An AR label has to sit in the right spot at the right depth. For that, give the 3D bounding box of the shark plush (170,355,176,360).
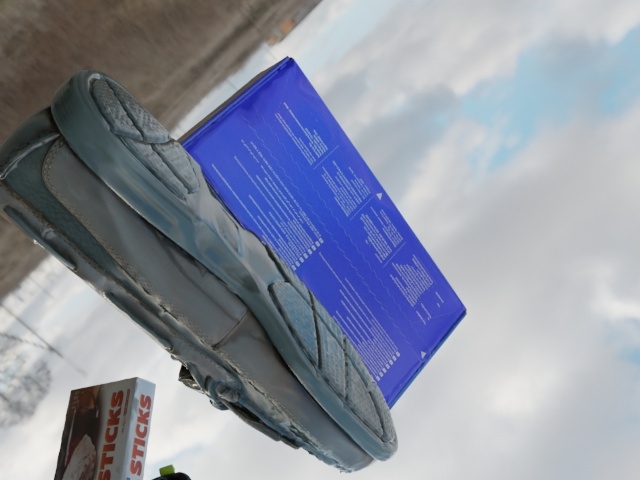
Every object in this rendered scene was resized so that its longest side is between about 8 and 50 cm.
[{"bbox_3d":[-0.090,0.053,0.658,0.067,0.073,0.161,-48,-153,19],"label":"shark plush"}]

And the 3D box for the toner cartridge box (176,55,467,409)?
[{"bbox_3d":[0.000,0.000,0.864,0.165,0.348,0.075,-44,-162,-27],"label":"toner cartridge box"}]

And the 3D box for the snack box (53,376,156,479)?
[{"bbox_3d":[-0.142,0.176,0.506,0.064,0.022,0.178,-15,-123,30],"label":"snack box"}]

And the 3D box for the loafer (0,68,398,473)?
[{"bbox_3d":[-0.062,0.034,0.443,0.084,0.267,0.096,-35,-161,12],"label":"loafer"}]

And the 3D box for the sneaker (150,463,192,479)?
[{"bbox_3d":[-0.101,0.260,0.589,0.084,0.097,0.235,-15,-148,-13],"label":"sneaker"}]
